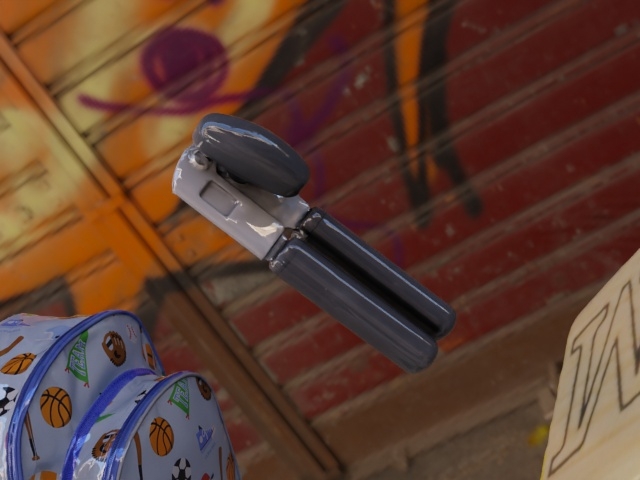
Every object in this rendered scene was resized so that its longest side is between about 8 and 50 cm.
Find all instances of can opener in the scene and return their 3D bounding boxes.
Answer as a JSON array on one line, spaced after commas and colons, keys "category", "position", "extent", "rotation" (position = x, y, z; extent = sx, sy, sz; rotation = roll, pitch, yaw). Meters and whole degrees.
[{"category": "can opener", "position": [0.000, 0.000, 1.034], "extent": [0.076, 0.283, 0.095], "rotation": [-55, 4, -31]}]

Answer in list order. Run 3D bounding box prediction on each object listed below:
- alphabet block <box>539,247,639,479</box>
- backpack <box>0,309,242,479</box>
[{"category": "alphabet block", "position": [0.254, 0.099, 0.680], "extent": [0.197, 0.192, 0.193], "rotation": [-59, 5, 49]}, {"category": "backpack", "position": [-0.195, 0.191, 0.973], "extent": [0.213, 0.263, 0.276], "rotation": [-12, 24, 21]}]
